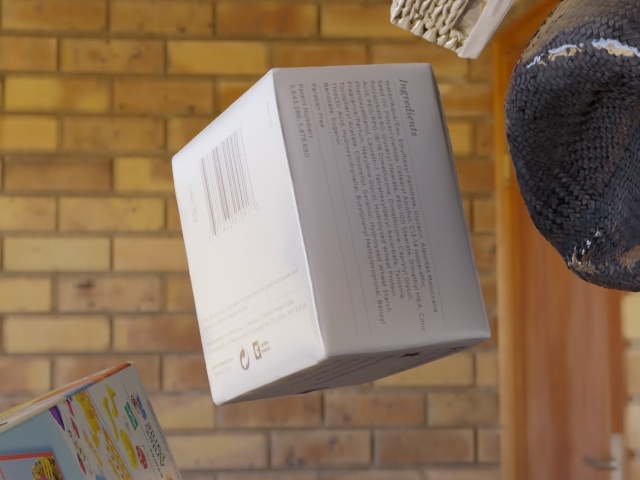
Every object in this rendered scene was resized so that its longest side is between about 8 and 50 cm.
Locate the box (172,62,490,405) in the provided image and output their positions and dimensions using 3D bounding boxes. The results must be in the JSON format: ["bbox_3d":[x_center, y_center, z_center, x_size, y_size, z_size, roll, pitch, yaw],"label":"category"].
[{"bbox_3d":[0.000,0.000,0.936,0.119,0.182,0.181,-6,-12,-27],"label":"box"}]

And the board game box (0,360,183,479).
[{"bbox_3d":[-0.127,0.145,0.501,0.142,0.144,0.275,-23,-1,3],"label":"board game box"}]

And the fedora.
[{"bbox_3d":[0.202,-0.070,0.836,0.152,0.334,0.334,-33,6,-19],"label":"fedora"}]

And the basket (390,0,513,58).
[{"bbox_3d":[0.143,-0.292,1.510,0.103,0.167,0.113,18,-40,-11],"label":"basket"}]
